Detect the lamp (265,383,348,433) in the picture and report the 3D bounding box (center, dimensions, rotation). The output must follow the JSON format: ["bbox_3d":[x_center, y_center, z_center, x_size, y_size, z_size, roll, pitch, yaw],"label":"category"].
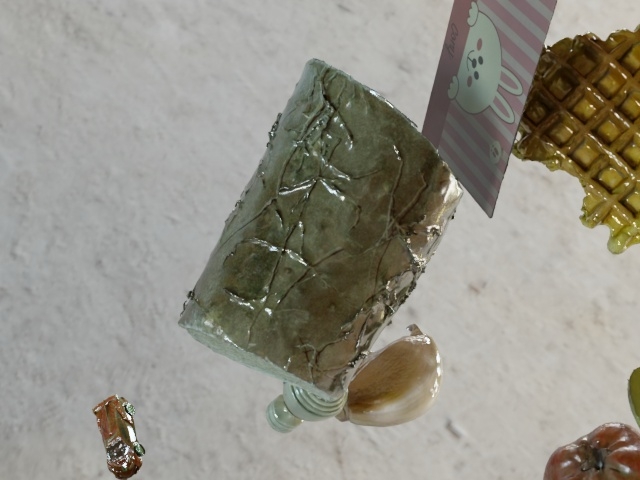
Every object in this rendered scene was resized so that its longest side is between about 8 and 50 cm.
[{"bbox_3d":[-0.026,0.262,1.872,0.106,0.193,0.106,14,56,-22],"label":"lamp"}]

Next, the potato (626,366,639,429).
[{"bbox_3d":[0.616,0.323,2.047,0.119,0.054,0.198,-24,68,-30],"label":"potato"}]

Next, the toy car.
[{"bbox_3d":[-0.290,0.284,1.626,0.035,0.059,0.122,36,27,-50],"label":"toy car"}]

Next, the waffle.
[{"bbox_3d":[0.392,-0.145,1.481,0.282,0.058,0.300,-22,77,3],"label":"waffle"}]

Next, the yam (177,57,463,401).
[{"bbox_3d":[0.000,0.000,1.311,0.241,0.348,0.241,29,-6,3],"label":"yam"}]

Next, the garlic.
[{"bbox_3d":[0.119,0.252,1.983,0.228,0.110,0.217,-34,26,-22],"label":"garlic"}]

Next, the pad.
[{"bbox_3d":[0.195,-0.203,1.368,0.005,0.299,0.202,-5,38,-23],"label":"pad"}]

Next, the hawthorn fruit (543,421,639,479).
[{"bbox_3d":[0.460,0.409,1.724,0.262,0.210,0.210,51,26,-33],"label":"hawthorn fruit"}]
